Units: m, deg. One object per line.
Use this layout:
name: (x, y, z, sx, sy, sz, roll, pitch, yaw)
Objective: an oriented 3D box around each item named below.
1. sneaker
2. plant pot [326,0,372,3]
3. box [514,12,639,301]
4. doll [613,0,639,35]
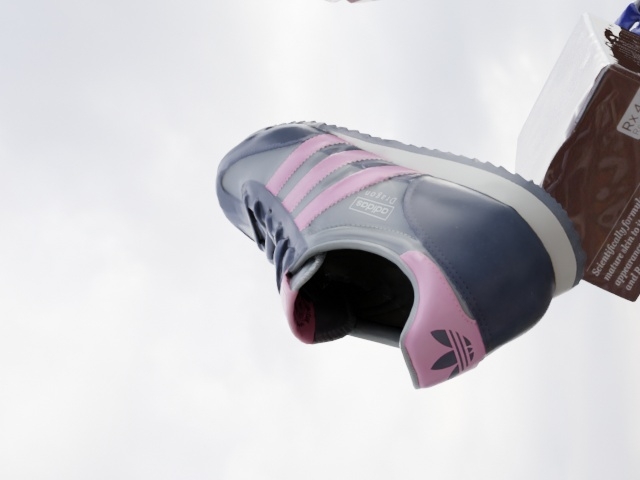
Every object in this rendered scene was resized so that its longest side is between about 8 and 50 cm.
sneaker: (0.000, 0.000, 0.543, 0.131, 0.319, 0.112, -38, -60, -27)
plant pot: (0.068, -0.466, 1.083, 0.272, 0.273, 0.265, -15, -87, -63)
box: (0.307, -0.113, 0.899, 0.191, 0.143, 0.381, -67, -6, 26)
doll: (0.485, -0.342, 1.234, 0.046, 0.189, 0.129, 13, -130, -30)
